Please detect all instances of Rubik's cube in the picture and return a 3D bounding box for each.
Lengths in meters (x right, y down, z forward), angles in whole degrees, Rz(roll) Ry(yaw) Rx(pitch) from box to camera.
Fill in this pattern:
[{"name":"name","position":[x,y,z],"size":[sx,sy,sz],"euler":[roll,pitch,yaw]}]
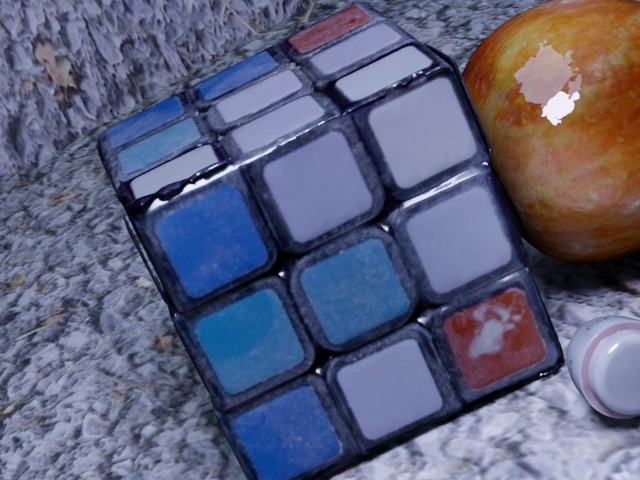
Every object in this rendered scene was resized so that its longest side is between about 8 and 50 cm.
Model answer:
[{"name":"Rubik's cube","position":[0.000,0.000,1.706],"size":[0.362,0.359,0.363],"euler":[-29,19,-3]}]

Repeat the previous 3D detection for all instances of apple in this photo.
[{"name":"apple","position":[0.293,-0.125,1.728],"size":[0.301,0.301,0.301],"euler":[-22,22,10]}]

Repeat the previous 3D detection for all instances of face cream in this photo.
[{"name":"face cream","position":[0.271,0.112,1.494],"size":[0.091,0.091,0.095],"euler":[-28,15,-6]}]
